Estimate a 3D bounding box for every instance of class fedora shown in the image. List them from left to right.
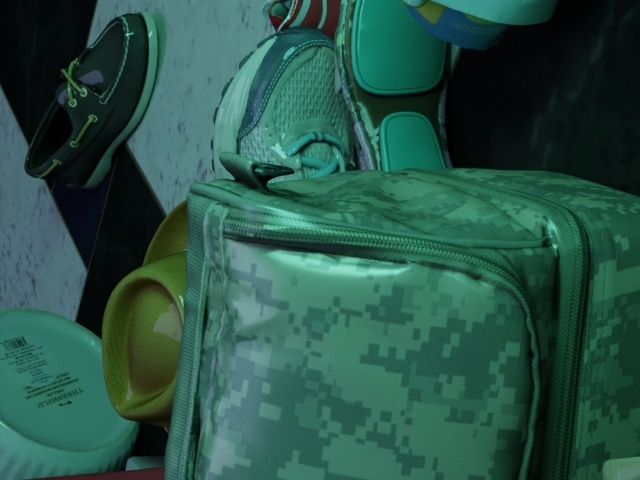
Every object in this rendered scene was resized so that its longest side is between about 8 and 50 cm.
[{"bbox_3d":[-0.090,0.067,1.151,0.194,0.079,0.194,15,109,48],"label":"fedora"}]

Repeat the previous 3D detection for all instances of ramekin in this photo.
[{"bbox_3d":[-0.256,0.155,1.538,0.109,0.207,0.207,-54,41,34],"label":"ramekin"}]

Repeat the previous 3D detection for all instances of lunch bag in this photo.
[{"bbox_3d":[0.036,0.113,0.891,0.212,0.256,0.305,25,110,62],"label":"lunch bag"}]

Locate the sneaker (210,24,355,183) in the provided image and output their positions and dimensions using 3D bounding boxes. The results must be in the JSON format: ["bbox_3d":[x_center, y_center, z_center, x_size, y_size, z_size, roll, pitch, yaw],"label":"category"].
[{"bbox_3d":[0.000,0.000,1.174,0.122,0.110,0.283,22,114,50],"label":"sneaker"}]

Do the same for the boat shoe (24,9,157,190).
[{"bbox_3d":[-0.212,-0.126,1.618,0.228,0.068,0.081,-57,39,45],"label":"boat shoe"}]

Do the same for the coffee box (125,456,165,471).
[{"bbox_3d":[-0.028,0.233,1.135,0.246,0.141,0.098,38,122,59],"label":"coffee box"}]

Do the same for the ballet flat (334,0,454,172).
[{"bbox_3d":[0.044,-0.079,1.107,0.079,0.076,0.222,141,124,-65],"label":"ballet flat"}]

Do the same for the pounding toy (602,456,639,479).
[{"bbox_3d":[0.196,0.162,0.769,0.130,0.100,0.141,-14,77,48],"label":"pounding toy"}]

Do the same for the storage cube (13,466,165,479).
[{"bbox_3d":[-0.163,0.264,1.034,0.184,0.193,0.215,-123,39,-47],"label":"storage cube"}]

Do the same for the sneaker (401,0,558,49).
[{"bbox_3d":[0.125,-0.185,0.899,0.319,0.127,0.208,-130,50,-66],"label":"sneaker"}]

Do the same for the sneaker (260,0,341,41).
[{"bbox_3d":[-0.014,-0.129,1.226,0.042,0.067,0.118,52,133,53],"label":"sneaker"}]
